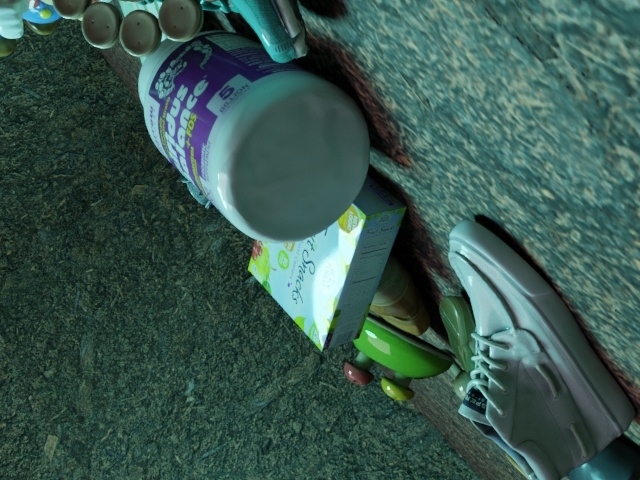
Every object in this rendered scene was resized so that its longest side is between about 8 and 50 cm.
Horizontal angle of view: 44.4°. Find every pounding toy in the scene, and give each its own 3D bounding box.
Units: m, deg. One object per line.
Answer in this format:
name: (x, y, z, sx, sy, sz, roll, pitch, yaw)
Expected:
pounding toy: (0.128, 0.203, 1.245, 0.237, 0.110, 0.183, 27, 180, -21)

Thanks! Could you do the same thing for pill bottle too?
pill bottle: (-0.091, -0.130, 0.847, 0.301, 0.169, 0.169, 40, 169, 50)

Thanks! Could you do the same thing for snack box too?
snack box: (0.000, 0.000, 0.959, 0.174, 0.070, 0.207, 45, 135, 34)

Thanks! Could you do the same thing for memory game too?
memory game: (-0.142, -0.237, 0.611, 0.186, 0.186, 0.012, 48, -161, 12)

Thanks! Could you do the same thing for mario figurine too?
mario figurine: (-0.380, -0.335, 1.114, 0.170, 0.198, 0.320, 23, 161, -32)

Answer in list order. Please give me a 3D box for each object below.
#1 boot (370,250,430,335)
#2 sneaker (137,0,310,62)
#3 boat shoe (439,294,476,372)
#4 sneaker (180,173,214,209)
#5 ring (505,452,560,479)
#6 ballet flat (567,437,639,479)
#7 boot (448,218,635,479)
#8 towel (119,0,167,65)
boot: (0.046, 0.014, 1.147, 0.283, 0.109, 0.220, 39, 175, 38)
sneaker: (-0.111, -0.232, 0.662, 0.275, 0.110, 0.107, 46, 173, 22)
boat shoe: (0.187, 0.112, 0.984, 0.056, 0.048, 0.153, 59, 175, 44)
sneaker: (-0.162, -0.121, 1.409, 0.101, 0.153, 0.268, 51, 173, -19)
ring: (0.375, 0.364, 0.966, 0.336, 0.032, 0.336, 38, 179, 1)
ballet flat: (0.290, 0.233, 0.868, 0.074, 0.074, 0.203, 48, 175, 8)
boot: (0.171, 0.112, 0.709, 0.258, 0.123, 0.095, 50, 173, -11)
towel: (-0.235, -0.297, 1.111, 0.325, 0.038, 0.248, 38, 150, 58)
